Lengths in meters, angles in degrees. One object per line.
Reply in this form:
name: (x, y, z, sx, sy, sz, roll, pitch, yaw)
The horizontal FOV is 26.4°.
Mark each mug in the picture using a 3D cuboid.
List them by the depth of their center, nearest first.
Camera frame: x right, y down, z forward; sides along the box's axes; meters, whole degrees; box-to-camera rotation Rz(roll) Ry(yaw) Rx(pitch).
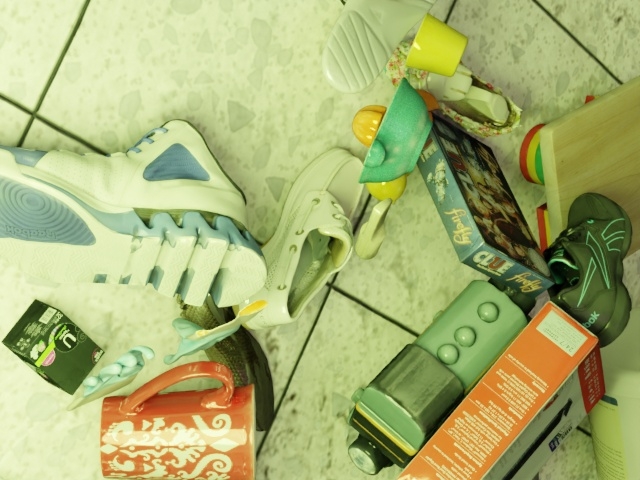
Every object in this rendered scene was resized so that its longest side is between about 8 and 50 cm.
mug: (-0.157, 0.200, 1.520, 0.169, 0.113, 0.150, -1, 98, -1)

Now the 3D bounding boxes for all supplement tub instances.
supplement tub: (0.543, 0.291, 2.155, 0.235, 0.235, 0.325, -32, 121, -33)

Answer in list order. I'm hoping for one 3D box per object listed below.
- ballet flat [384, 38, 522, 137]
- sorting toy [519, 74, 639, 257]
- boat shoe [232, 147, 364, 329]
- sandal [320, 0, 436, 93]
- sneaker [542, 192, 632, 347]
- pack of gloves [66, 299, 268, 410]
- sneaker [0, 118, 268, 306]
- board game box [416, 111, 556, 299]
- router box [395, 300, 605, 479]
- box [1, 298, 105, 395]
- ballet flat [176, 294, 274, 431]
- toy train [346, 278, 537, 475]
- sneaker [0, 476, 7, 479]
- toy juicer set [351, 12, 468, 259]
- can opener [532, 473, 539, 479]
ballet flat: (0.186, -0.202, 1.804, 0.241, 0.077, 0.091, 20, 87, -43)
sorting toy: (0.402, -0.093, 2.025, 0.257, 0.089, 0.255, -28, 118, -35)
boat shoe: (0.000, 0.000, 1.648, 0.098, 0.096, 0.277, 56, 51, -37)
sandal: (0.059, -0.273, 1.666, 0.102, 0.076, 0.265, 43, 58, -14)
sneaker: (0.354, 0.018, 1.824, 0.106, 0.101, 0.267, 31, 38, -20)
pack of gloves: (-0.175, 0.109, 1.447, 0.195, 0.232, 0.046, -22, 83, -20)
sneaker: (-0.210, -0.047, 1.446, 0.315, 0.182, 0.127, 16, 131, -18)
board game box: (0.202, -0.051, 1.765, 0.042, 0.243, 0.165, -40, 139, 24)
router box: (0.248, 0.256, 1.807, 0.301, 0.082, 0.335, -49, 159, -4)
box: (-0.286, 0.115, 1.461, 0.062, 0.052, 0.083, -54, 131, -18)
ballet flat: (-0.113, 0.134, 1.632, 0.084, 0.058, 0.250, -80, 154, -48)
toy train: (0.165, 0.170, 1.793, 0.334, 0.142, 0.190, -41, 165, -29)
sneaker: (-0.336, 0.287, 1.430, 0.212, 0.094, 0.080, 15, 92, -44)
toy juicer set: (0.072, -0.104, 1.630, 0.209, 0.089, 0.329, 110, 3, -53)
can opener: (0.273, 0.277, 2.030, 0.095, 0.076, 0.283, -6, 108, -9)
